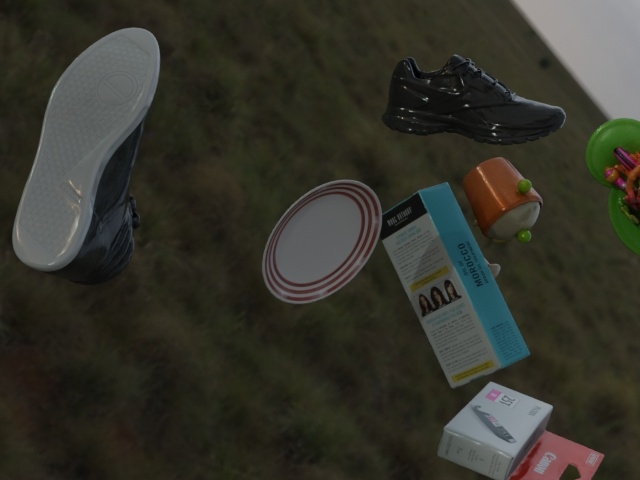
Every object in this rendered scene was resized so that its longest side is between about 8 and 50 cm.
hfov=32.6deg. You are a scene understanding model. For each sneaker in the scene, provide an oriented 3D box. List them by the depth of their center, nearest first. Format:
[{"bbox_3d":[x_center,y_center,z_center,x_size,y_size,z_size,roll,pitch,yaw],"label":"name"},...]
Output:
[{"bbox_3d":[-0.242,-0.084,1.208,0.105,0.295,0.147,14,-18,12],"label":"sneaker"},{"bbox_3d":[0.239,-0.221,1.703,0.286,0.130,0.109,8,16,11],"label":"sneaker"}]

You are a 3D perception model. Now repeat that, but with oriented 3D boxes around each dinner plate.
[{"bbox_3d":[0.000,0.000,1.072,0.017,0.141,0.141,41,6,42],"label":"dinner plate"}]

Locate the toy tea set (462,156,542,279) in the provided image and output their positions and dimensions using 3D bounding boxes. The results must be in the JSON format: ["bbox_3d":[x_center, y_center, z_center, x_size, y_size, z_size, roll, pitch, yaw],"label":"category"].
[{"bbox_3d":[0.245,0.004,1.633,0.124,0.200,0.336,62,8,24],"label":"toy tea set"}]

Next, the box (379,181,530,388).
[{"bbox_3d":[0.165,0.058,1.398,0.060,0.100,0.244,-18,80,-41],"label":"box"}]

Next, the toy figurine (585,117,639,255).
[{"bbox_3d":[0.330,-0.033,1.011,0.173,0.130,0.159,42,15,-8],"label":"toy figurine"}]

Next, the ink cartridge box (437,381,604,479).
[{"bbox_3d":[0.359,0.350,1.896,0.239,0.060,0.275,19,18,21],"label":"ink cartridge box"}]
